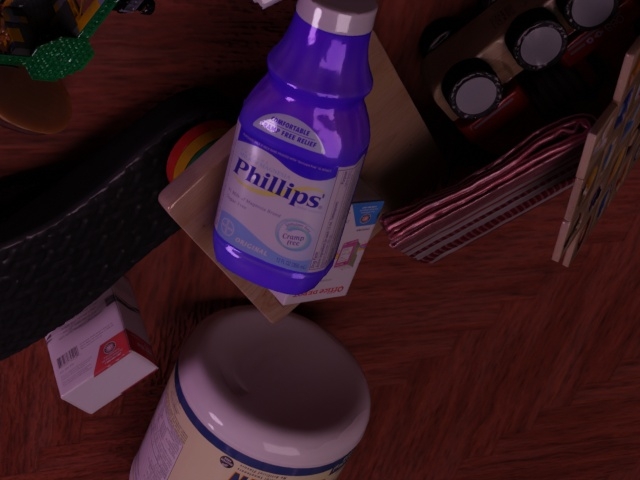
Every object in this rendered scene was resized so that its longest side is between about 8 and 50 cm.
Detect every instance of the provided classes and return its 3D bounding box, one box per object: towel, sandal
[{"bbox_3d":[0.194,-0.050,1.407,0.237,0.037,0.329,-28,171,8],"label":"towel"},{"bbox_3d":[-0.273,-0.011,1.319,0.445,0.107,0.167,-34,142,-8],"label":"sandal"}]

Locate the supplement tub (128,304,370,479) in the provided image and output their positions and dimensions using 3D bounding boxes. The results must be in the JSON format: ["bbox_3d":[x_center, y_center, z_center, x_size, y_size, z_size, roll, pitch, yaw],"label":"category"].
[{"bbox_3d":[-0.099,0.264,1.565,0.235,0.235,0.325,4,131,-27],"label":"supplement tub"}]

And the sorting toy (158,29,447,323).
[{"bbox_3d":[-0.025,-0.078,1.309,0.257,0.089,0.255,-42,144,-3],"label":"sorting toy"}]

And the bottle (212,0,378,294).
[{"bbox_3d":[-0.016,-0.089,1.133,0.118,0.092,0.283,24,124,10],"label":"bottle"}]

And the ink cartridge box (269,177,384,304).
[{"bbox_3d":[0.000,0.000,1.288,0.088,0.052,0.122,-7,131,-40],"label":"ink cartridge box"}]

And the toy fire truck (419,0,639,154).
[{"bbox_3d":[0.249,-0.177,1.359,0.217,0.158,0.246,-37,126,14],"label":"toy fire truck"}]

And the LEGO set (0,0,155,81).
[{"bbox_3d":[-0.291,-0.269,1.005,0.331,0.192,0.255,-7,153,-39],"label":"LEGO set"}]

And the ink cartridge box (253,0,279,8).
[{"bbox_3d":[0.004,-0.314,1.090,0.208,0.087,0.153,-25,110,2],"label":"ink cartridge box"}]

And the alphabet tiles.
[{"bbox_3d":[0.331,-0.138,1.349,0.342,0.011,0.285,-49,157,-39],"label":"alphabet tiles"}]

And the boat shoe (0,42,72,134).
[{"bbox_3d":[-0.325,-0.154,1.166,0.073,0.073,0.207,-8,151,44],"label":"boat shoe"}]

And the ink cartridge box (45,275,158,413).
[{"bbox_3d":[-0.246,0.106,1.411,0.099,0.135,0.056,-34,140,12],"label":"ink cartridge box"}]
